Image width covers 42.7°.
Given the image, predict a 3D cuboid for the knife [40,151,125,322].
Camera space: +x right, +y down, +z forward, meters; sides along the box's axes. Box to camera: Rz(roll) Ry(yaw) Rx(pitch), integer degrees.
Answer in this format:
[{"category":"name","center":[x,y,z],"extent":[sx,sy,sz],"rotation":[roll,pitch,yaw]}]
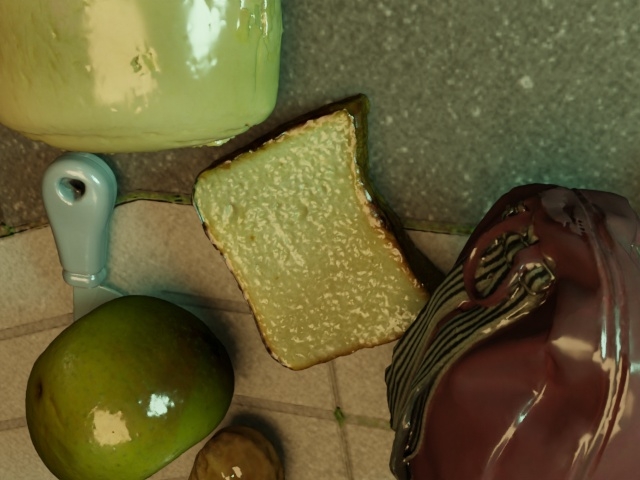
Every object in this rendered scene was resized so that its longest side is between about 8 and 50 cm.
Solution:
[{"category":"knife","center":[-0.230,0.065,0.845],"extent":[0.080,0.044,0.331],"rotation":[3,118,1]}]

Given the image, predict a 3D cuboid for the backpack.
[{"category":"backpack","center":[0.149,0.116,0.596],"extent":[0.197,0.283,0.317],"rotation":[5,122,1]}]

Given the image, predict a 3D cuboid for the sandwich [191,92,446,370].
[{"category":"sandwich","center":[0.000,0.000,0.735],"extent":[0.186,0.065,0.215],"rotation":[-24,104,23]}]

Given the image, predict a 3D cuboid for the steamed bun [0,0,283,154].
[{"category":"steamed bun","center":[-0.172,-0.188,0.652],"extent":[0.272,0.166,0.232],"rotation":[8,114,13]}]

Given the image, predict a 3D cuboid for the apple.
[{"category":"apple","center":[-0.184,0.143,0.776],"extent":[0.196,0.196,0.157],"rotation":[-37,86,25]}]

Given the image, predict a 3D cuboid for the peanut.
[{"category":"peanut","center":[-0.089,0.291,0.861],"extent":[0.108,0.095,0.226],"rotation":[13,119,27]}]
